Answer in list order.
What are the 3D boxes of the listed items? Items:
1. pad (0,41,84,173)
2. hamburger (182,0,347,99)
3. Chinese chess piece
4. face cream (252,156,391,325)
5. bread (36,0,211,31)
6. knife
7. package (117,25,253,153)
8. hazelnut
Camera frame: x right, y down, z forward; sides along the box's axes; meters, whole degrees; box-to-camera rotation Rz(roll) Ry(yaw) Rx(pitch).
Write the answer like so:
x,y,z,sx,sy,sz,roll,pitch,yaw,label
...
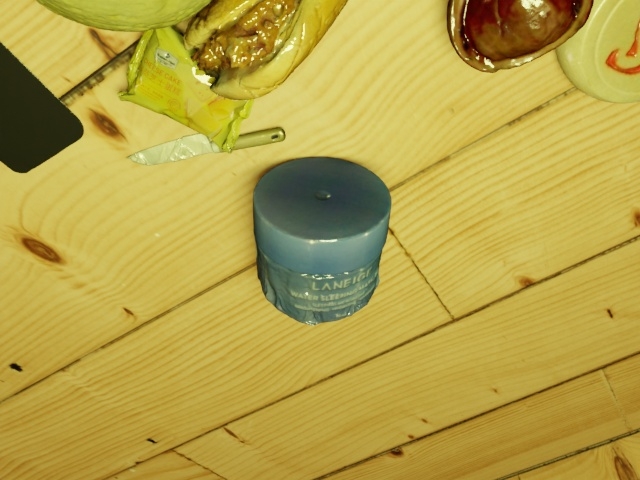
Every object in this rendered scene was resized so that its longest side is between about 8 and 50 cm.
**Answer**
x,y,z,sx,sy,sz,roll,pitch,yaw,label
-0.548,-0.238,0.869,0.181,0.004,0.267,-27,129,14,pad
-0.064,-0.333,0.745,0.282,0.246,0.155,-25,130,33,hamburger
0.523,-0.357,0.851,0.272,0.102,0.274,-4,130,-5,Chinese chess piece
0.000,0.000,0.987,0.248,0.249,0.225,-3,133,-5,face cream
-0.231,-0.400,0.599,0.320,0.237,0.321,-5,101,-28,bread
-0.211,-0.176,0.961,0.297,0.017,0.047,-10,129,6,knife
-0.205,-0.250,0.849,0.226,0.090,0.168,22,122,-21,package
0.290,-0.345,0.784,0.201,0.160,0.170,-37,92,13,hazelnut
